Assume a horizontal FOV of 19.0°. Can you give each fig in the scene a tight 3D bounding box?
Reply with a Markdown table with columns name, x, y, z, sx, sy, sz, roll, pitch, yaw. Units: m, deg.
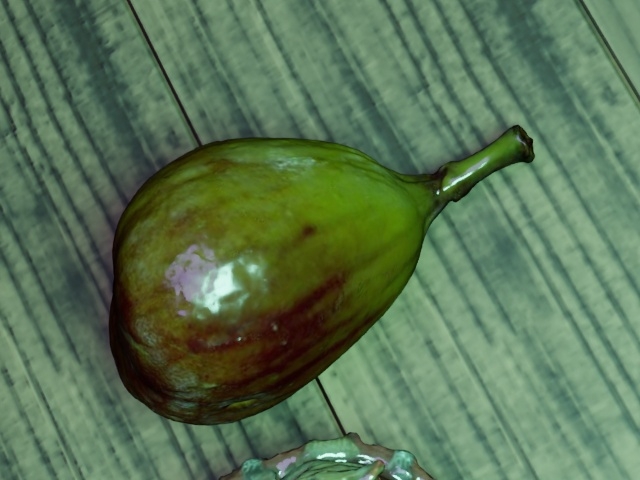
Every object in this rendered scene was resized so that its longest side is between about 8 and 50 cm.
| name | x | y | z | sx | sy | sz | roll | pitch | yaw |
| --- | --- | --- | --- | --- | --- | --- | --- | --- | --- |
| fig | -0.001 | -0.002 | 1.106 | 0.274 | 0.170 | 0.145 | -26 | 66 | -10 |

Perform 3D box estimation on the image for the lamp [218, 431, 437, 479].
| name | x | y | z | sx | sy | sz | roll | pitch | yaw |
| --- | --- | --- | --- | --- | --- | --- | --- | --- | --- |
| lamp | 0.022 | 0.224 | 1.037 | 0.223 | 0.151 | 0.215 | 28 | 91 | 19 |
